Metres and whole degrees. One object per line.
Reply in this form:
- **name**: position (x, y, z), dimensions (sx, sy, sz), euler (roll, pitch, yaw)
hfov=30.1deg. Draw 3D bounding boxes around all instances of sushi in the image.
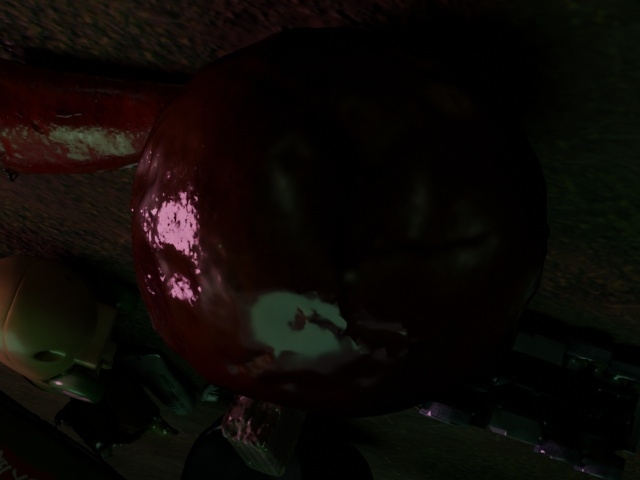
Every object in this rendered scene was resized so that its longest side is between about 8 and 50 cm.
- **sushi**: position (-0.284, 0.245, 1.625), dimensions (0.139, 0.131, 0.291), euler (52, 159, 0)

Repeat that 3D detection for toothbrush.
- **toothbrush**: position (-0.128, 0.181, 1.536), dimensions (0.025, 0.019, 0.275), euler (13, 161, -9)

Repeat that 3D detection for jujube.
- **jujube**: position (0.000, 0.000, 0.688), dimensions (0.223, 0.223, 0.318), euler (18, 168, -6)

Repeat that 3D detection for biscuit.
- **biscuit**: position (-0.064, 0.214, 1.447), dimensions (0.062, 0.108, 0.239), euler (18, 162, 10)

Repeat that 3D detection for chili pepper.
- **chili pepper**: position (-0.131, -0.082, 0.768), dimensions (0.169, 0.064, 0.088), euler (1, 143, 20)

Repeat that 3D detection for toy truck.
- **toy truck**: position (0.174, 0.129, 1.043), dimensions (0.257, 0.108, 0.140), euler (20, 174, -21)

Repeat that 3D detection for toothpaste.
- **toothpaste**: position (-0.210, 0.192, 1.603), dimensions (0.064, 0.041, 0.218), euler (-1, 154, 13)

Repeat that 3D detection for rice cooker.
- **rice cooker**: position (-0.056, 0.365, 1.658), dimensions (0.267, 0.267, 0.224), euler (2, 164, 33)

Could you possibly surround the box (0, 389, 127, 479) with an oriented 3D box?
- **box**: position (-0.481, 0.206, 1.468), dimensions (0.420, 0.138, 0.373), euler (23, 162, 41)

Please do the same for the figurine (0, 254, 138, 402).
- **figurine**: position (-0.326, 0.093, 1.294), dimensions (0.222, 0.124, 0.324), euler (19, 164, -9)
